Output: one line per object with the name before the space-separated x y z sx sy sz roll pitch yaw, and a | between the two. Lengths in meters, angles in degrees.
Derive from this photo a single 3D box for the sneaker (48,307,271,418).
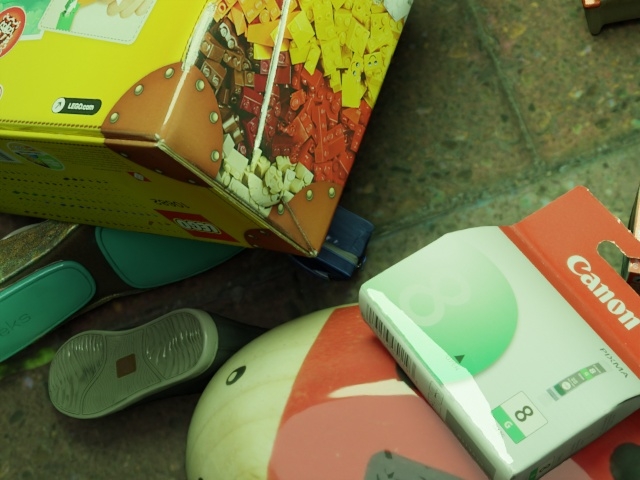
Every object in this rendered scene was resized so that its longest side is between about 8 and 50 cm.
sneaker | -0.148 0.123 1.104 0.222 0.118 0.083 -16 71 35

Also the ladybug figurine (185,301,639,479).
ladybug figurine | 0.100 0.198 0.935 0.449 0.162 0.305 10 81 9

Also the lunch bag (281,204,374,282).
lunch bag | 0.000 0.000 1.110 0.098 0.067 0.065 29 80 -4

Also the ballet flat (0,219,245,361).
ballet flat | -0.215 0.003 1.133 0.348 0.123 0.123 -27 72 -1

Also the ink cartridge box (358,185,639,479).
ink cartridge box | 0.169 0.055 0.874 0.224 0.056 0.181 -31 62 -15

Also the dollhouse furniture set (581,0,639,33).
dollhouse furniture set | 0.282 -0.346 1.136 0.262 0.135 0.259 -10 73 6

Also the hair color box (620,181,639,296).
hair color box | 0.289 0.009 1.016 0.053 0.167 0.093 10 75 11

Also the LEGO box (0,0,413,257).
LEGO box | -0.181 -0.214 1.026 0.500 0.193 0.372 8 70 39
